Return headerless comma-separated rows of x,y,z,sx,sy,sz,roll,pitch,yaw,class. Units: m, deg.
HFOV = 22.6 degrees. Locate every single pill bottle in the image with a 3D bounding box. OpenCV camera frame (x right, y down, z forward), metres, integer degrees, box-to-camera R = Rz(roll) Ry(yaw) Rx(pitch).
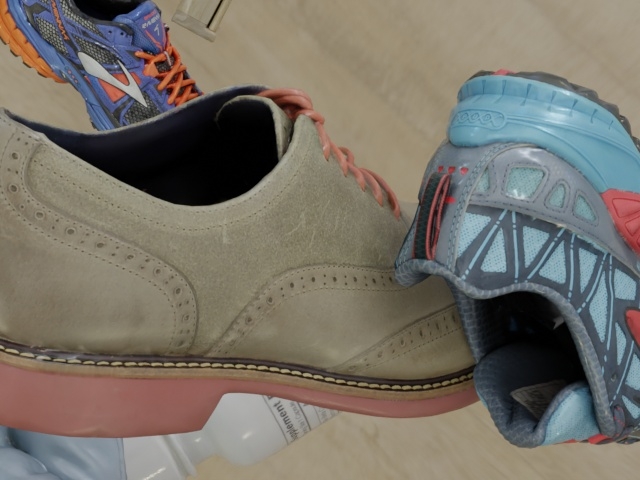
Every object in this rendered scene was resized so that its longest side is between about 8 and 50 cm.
-0.046,0.075,1.072,0.229,0.131,0.131,-31,87,-8,pill bottle

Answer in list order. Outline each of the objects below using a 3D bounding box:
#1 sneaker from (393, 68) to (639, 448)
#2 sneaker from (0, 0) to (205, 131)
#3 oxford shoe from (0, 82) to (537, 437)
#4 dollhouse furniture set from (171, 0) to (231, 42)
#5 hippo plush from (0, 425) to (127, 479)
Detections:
0.117,0.048,0.719,0.262,0.104,0.125,45,65,-30,sneaker
-0.135,-0.126,1.150,0.221,0.083,0.087,39,122,-2,sneaker
0.000,0.000,0.704,0.123,0.348,0.130,31,116,41,oxford shoe
-0.002,-0.204,1.011,0.101,0.161,0.182,27,103,-6,dollhouse furniture set
-0.214,0.174,0.923,0.294,0.236,0.234,29,43,-20,hippo plush
